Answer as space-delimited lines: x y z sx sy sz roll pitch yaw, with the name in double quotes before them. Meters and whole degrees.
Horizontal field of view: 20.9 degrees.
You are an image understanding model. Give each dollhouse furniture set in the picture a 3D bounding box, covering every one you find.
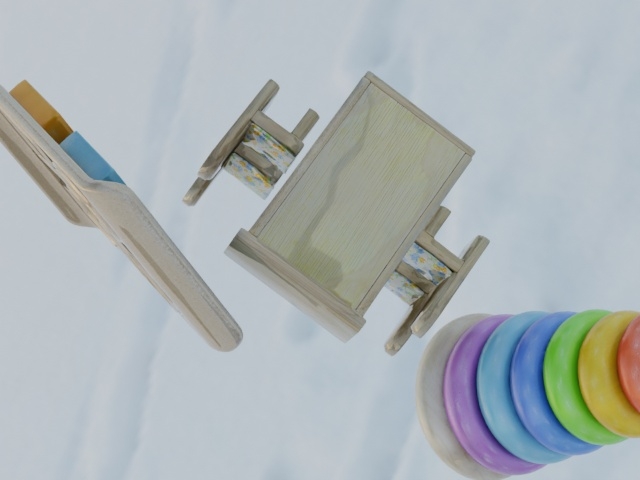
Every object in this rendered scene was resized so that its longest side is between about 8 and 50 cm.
"dollhouse furniture set" 0.000 0.000 1.306 0.161 0.212 0.242 -54 2 -20

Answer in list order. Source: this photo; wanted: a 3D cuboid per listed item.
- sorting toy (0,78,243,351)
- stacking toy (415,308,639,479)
"sorting toy" -0.147 -0.028 1.176 0.038 0.193 0.208 -45 48 -10
"stacking toy" 0.224 0.108 1.334 0.330 0.141 0.141 -15 51 53
